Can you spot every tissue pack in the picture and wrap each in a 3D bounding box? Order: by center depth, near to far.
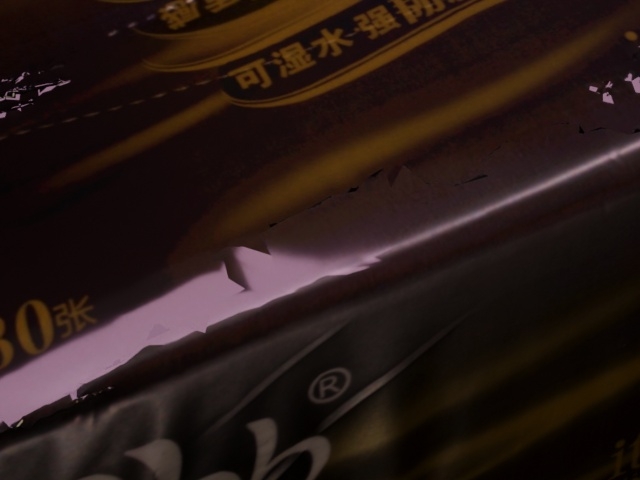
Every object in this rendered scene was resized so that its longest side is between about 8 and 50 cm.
[{"bbox_3d":[0.000,0.000,0.594,0.370,0.198,0.210,-22,51,-18],"label":"tissue pack"}]
